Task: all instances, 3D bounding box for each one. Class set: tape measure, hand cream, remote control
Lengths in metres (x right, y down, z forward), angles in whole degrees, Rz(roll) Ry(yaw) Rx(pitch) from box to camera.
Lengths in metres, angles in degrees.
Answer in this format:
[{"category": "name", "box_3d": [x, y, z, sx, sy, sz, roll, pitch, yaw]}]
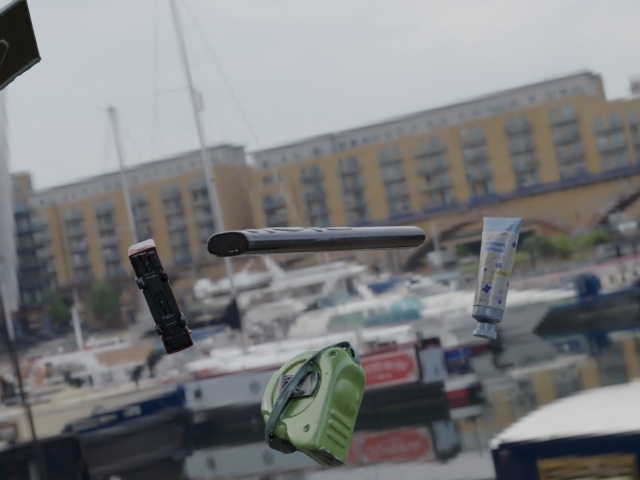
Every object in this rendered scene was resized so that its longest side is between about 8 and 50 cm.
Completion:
[{"category": "tape measure", "box_3d": [-0.014, 0.252, 2.006, 0.175, 0.200, 0.106, -8, -36, 41]}, {"category": "hand cream", "box_3d": [0.238, 0.050, 1.752, 0.065, 0.170, 0.043, 2, -14, 39]}, {"category": "remote control", "box_3d": [0.000, 0.000, 2.037, 0.377, 0.044, 0.107, -1, -7, -41]}]

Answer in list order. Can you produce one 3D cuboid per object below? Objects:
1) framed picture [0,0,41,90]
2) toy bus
[{"category": "framed picture", "box_3d": [-0.449, -0.261, 1.776, 0.011, 0.109, 0.149, 19, 46, 26]}, {"category": "toy bus", "box_3d": [-0.156, 0.054, 1.241, 0.031, 0.110, 0.043, -20, 18, -5]}]
